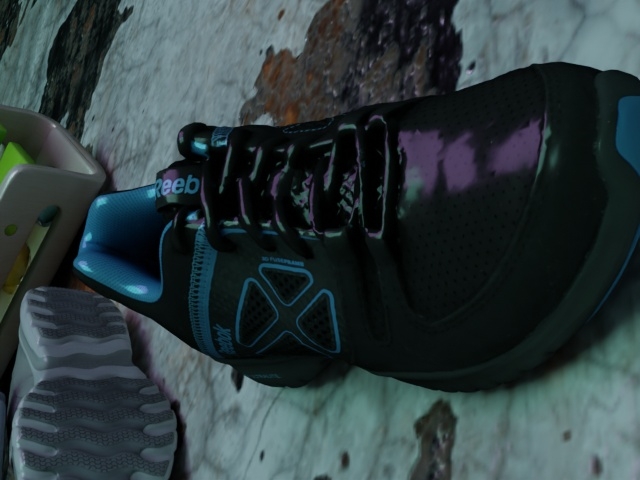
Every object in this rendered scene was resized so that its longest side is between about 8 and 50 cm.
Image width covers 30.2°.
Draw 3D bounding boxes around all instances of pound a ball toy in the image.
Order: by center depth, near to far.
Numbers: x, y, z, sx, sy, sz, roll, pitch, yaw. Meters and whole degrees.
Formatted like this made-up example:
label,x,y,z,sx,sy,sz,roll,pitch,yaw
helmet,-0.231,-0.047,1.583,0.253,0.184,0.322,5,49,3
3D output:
label,x,y,z,sx,sy,sz,roll,pitch,yaw
pound a ball toy,-0.302,0.062,1.102,0.208,0.136,0.319,43,111,34

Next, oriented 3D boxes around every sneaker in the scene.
label,x,y,z,sx,sy,sz,roll,pitch,yaw
sneaker,0.000,0.000,0.542,0.341,0.140,0.125,-24,49,53
sneaker,-0.164,0.141,0.821,0.281,0.105,0.115,-116,37,-63

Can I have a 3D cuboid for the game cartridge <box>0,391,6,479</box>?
label,x,y,z,sx,sy,sz,roll,pitch,yaw
game cartridge,-0.261,0.261,0.843,0.196,0.060,0.294,-108,27,-46
